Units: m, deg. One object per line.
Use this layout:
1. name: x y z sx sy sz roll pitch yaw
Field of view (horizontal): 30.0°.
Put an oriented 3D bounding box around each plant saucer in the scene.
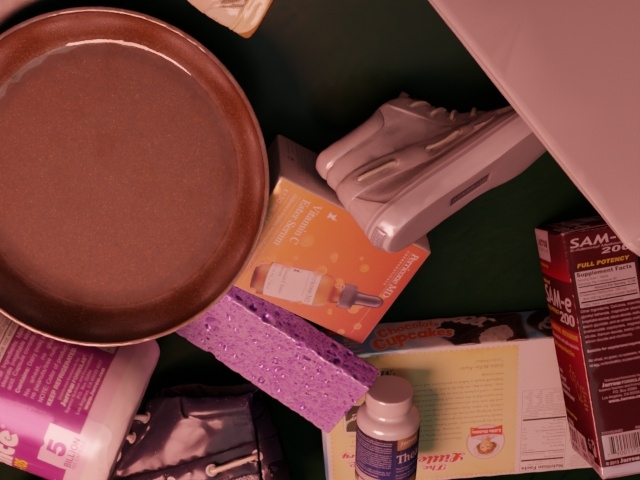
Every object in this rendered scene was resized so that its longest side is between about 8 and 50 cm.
1. plant saucer: -0.201 -0.058 1.102 0.310 0.050 0.311 0 101 2

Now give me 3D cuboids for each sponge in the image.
1. sponge: -0.051 0.109 1.214 0.210 0.031 0.117 34 143 -2

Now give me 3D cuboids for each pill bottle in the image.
1. pill bottle: 0.070 0.203 1.249 0.067 0.067 0.120 -1 120 -3
2. pill bottle: -0.324 0.122 1.171 0.301 0.169 0.169 22 118 -3

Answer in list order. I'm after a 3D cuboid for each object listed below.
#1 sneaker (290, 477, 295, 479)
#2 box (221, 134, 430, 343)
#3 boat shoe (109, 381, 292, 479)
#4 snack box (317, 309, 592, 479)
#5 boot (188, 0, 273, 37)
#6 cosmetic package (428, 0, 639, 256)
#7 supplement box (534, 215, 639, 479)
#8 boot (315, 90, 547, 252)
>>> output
1. sneaker: -0.049 0.320 1.376 0.084 0.058 0.152 -39 94 19
2. box: 0.000 0.000 1.177 0.170 0.091 0.130 26 116 -18
3. boat shoe: -0.199 0.241 1.312 0.340 0.127 0.158 -8 97 9
4. snack box: 0.159 0.174 1.313 0.322 0.060 0.187 -4 120 -2
5. boot: -0.087 -0.293 1.002 0.165 0.077 0.213 23 118 -14
6. cosmetic package: 0.351 -0.148 0.898 0.329 0.327 0.393 -45 138 19
7. supplement box: 0.276 0.100 1.180 0.073 0.130 0.239 -10 93 -1
8. boot: 0.121 -0.103 1.120 0.258 0.123 0.095 -32 159 -19
